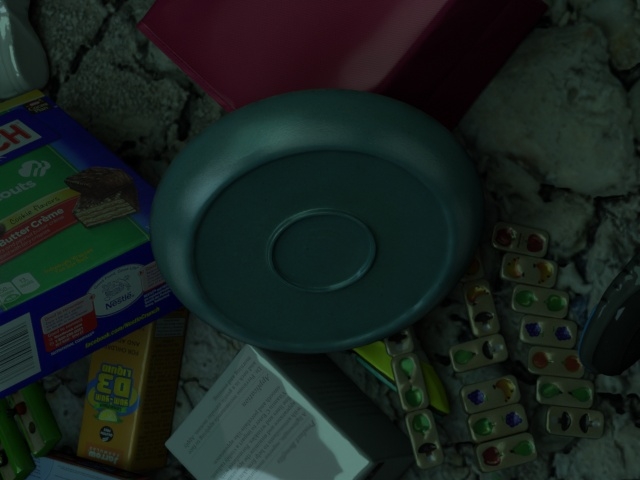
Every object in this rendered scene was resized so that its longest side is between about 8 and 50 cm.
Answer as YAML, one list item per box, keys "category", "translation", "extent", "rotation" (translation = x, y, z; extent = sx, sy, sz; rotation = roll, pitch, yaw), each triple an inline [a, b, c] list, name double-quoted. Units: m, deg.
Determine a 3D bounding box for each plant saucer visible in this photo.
- category: "plant saucer"
  translation: [0.000, 0.000, 1.413]
  extent: [0.317, 0.317, 0.044]
  rotation: [-30, 38, 19]

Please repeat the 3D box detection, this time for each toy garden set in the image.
- category: "toy garden set"
  translation: [-0.409, 0.203, 1.738]
  extent: [0.244, 0.049, 0.204]
  rotation: [-46, 62, 36]

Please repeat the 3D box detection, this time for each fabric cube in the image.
- category: "fabric cube"
  translation: [0.030, -0.223, 1.516]
  extent: [0.254, 0.259, 0.258]
  rotation: [42, 105, 18]

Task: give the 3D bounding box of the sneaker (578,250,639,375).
- category: "sneaker"
  translation: [0.389, 0.027, 1.426]
  extent: [0.341, 0.125, 0.140]
  rotation: [-45, 77, 17]

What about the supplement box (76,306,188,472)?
- category: "supplement box"
  translation: [-0.206, 0.138, 1.691]
  extent: [0.078, 0.080, 0.233]
  rotation: [9, 94, 25]

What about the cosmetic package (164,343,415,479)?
- category: "cosmetic package"
  translation: [-0.026, 0.215, 1.572]
  extent: [0.183, 0.151, 0.151]
  rotation: [45, 104, 19]

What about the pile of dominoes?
- category: "pile of dominoes"
  translation: [0.165, 0.102, 1.519]
  extent: [0.196, 0.040, 0.251]
  rotation: [-14, 81, -2]

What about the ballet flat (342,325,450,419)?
- category: "ballet flat"
  translation: [0.051, 0.100, 1.591]
  extent: [0.231, 0.077, 0.077]
  rotation: [30, 90, 23]

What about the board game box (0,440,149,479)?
- category: "board game box"
  translation: [-0.287, 0.309, 1.680]
  extent: [0.281, 0.027, 0.145]
  rotation: [6, 97, 44]

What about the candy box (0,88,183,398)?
- category: "candy box"
  translation: [-0.326, -0.006, 1.599]
  extent: [0.317, 0.268, 0.122]
  rotation: [38, 143, 38]

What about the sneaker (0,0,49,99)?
- category: "sneaker"
  translation: [-0.388, -0.270, 1.792]
  extent: [0.094, 0.080, 0.212]
  rotation: [-13, 84, 33]
